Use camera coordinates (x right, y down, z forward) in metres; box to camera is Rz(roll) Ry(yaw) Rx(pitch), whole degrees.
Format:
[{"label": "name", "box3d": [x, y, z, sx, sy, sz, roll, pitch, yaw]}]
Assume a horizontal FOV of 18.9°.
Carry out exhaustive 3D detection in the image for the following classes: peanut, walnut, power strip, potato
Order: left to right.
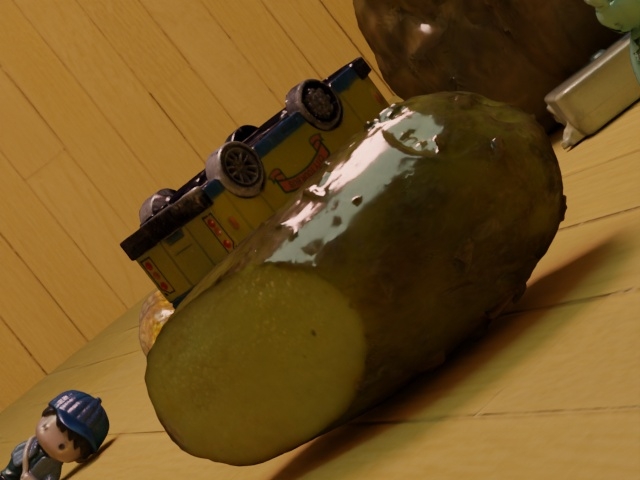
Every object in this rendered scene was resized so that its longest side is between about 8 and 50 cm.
[{"label": "peanut", "box3d": [-0.152, 0.094, 2.039, 0.087, 0.087, 0.207, -38, 6, 1]}, {"label": "potato", "box3d": [0.021, 0.031, 1.142, 0.298, 0.141, 0.176, -44, -10, 17]}, {"label": "walnut", "box3d": [0.167, -0.239, 1.720, 0.282, 0.277, 0.253, -35, -7, -12]}, {"label": "power strip", "box3d": [0.292, -0.174, 1.576, 0.270, 0.046, 0.118, -38, 5, 4]}]

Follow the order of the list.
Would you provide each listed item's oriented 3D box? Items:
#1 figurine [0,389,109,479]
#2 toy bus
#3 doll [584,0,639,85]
[{"label": "figurine", "box3d": [-0.269, 0.215, 1.950, 0.136, 0.077, 0.079, -49, -17, 17]}, {"label": "toy bus", "box3d": [-0.027, -0.031, 1.772, 0.138, 0.175, 0.287, -33, 6, 46]}, {"label": "doll", "box3d": [0.251, -0.195, 1.417, 0.059, 0.158, 0.159, -31, 15, 51]}]
